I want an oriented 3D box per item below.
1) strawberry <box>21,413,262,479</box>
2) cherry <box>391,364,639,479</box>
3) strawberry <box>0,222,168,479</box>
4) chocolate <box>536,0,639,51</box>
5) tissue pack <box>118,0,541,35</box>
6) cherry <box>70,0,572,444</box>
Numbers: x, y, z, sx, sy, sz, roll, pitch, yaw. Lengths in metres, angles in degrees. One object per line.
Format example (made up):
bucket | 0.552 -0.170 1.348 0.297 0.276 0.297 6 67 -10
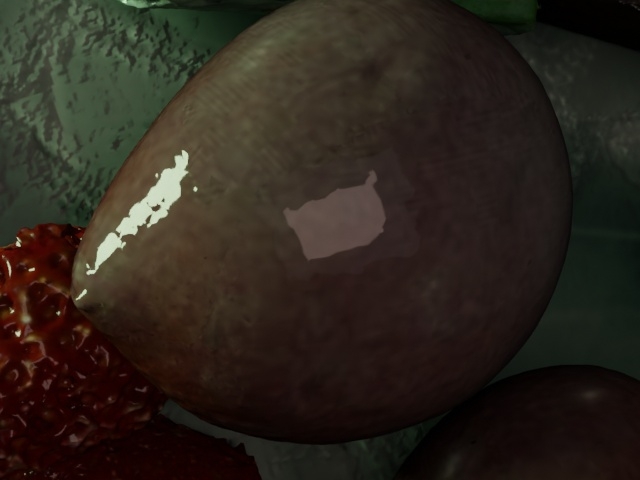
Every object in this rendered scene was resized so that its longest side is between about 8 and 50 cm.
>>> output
strawberry | -0.102 0.155 0.771 0.187 0.082 0.146 34 72 -6
cherry | 0.131 0.176 0.750 0.285 0.213 0.236 -44 126 2
strawberry | -0.152 0.063 0.725 0.121 0.082 0.188 43 54 12
chocolate | 0.272 -0.144 0.870 0.321 0.112 0.112 13 82 -13
tissue pack | 0.014 -0.274 0.782 0.228 0.128 0.311 4 92 -16
cherry | 0.010 0.001 0.698 0.206 0.239 0.239 27 79 9
